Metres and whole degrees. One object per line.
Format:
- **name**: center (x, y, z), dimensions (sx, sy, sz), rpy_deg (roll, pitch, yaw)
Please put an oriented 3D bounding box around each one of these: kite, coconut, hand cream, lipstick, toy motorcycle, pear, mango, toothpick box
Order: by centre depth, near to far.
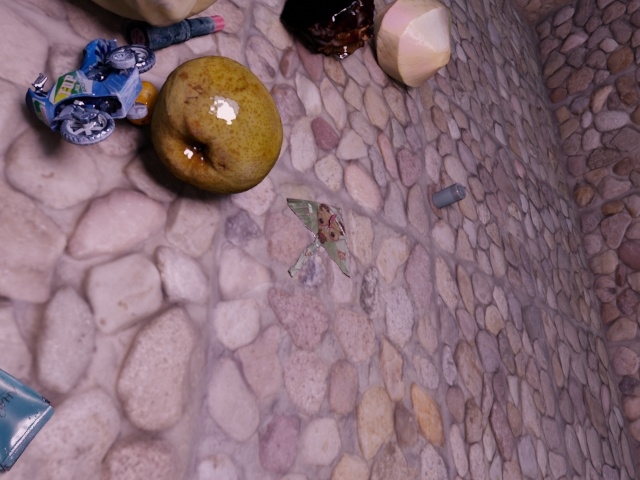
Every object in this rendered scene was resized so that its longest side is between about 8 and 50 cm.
- **hand cream**: center (-0.395, 0.150, 0.526), dimensions (0.224, 0.048, 0.083), rpy_deg (51, 40, -24)
- **toy motorcycle**: center (-0.331, -0.222, 0.718), dimensions (0.135, 0.092, 0.255), rpy_deg (6, 48, 3)
- **pear**: center (-0.167, -0.178, 0.806), dimensions (0.229, 0.188, 0.211), rpy_deg (64, 34, -23)
- **mango**: center (-0.291, -0.228, 0.809), dimensions (0.060, 0.046, 0.089), rpy_deg (27, 51, -33)
- **lipstick**: center (-0.257, -0.397, 0.924), dimensions (0.054, 0.053, 0.234), rpy_deg (56, 39, -11)
- **kite**: center (-0.001, 0.001, 1.041), dimensions (0.229, 0.012, 0.250), rpy_deg (52, 44, -15)
- **toothpick box**: center (0.377, -0.131, 1.452), dimensions (0.052, 0.083, 0.052), rpy_deg (23, 56, -39)
- **coconut**: center (0.281, -0.588, 1.464), dimensions (0.259, 0.259, 0.260), rpy_deg (23, 56, -39)

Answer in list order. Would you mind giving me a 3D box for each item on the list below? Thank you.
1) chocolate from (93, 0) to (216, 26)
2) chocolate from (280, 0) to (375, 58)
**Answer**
- **chocolate**: center (-0.273, -0.502, 0.733), dimensions (0.325, 0.314, 0.297), rpy_deg (25, 47, -40)
- **chocolate**: center (0.043, -0.519, 1.223), dimensions (0.177, 0.223, 0.207), rpy_deg (58, 34, -46)
